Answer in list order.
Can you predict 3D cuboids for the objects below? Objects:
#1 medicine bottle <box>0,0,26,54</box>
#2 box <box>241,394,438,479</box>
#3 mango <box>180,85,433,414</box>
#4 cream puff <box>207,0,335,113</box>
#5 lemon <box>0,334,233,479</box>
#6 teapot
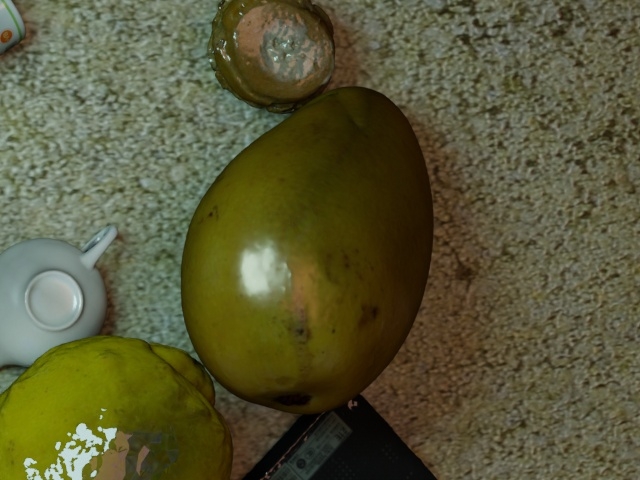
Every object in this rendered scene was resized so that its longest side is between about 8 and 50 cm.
[{"bbox_3d":[-0.419,-0.208,1.841,0.183,0.086,0.086,-39,102,-21],"label":"medicine bottle"},{"bbox_3d":[-0.022,0.362,1.994,0.211,0.058,0.350,47,70,-13],"label":"box"},{"bbox_3d":[0.000,0.000,1.897,0.300,0.232,0.445,60,36,-29],"label":"mango"},{"bbox_3d":[-0.059,-0.228,1.981,0.150,0.115,0.165,-29,107,-15],"label":"cream puff"},{"bbox_3d":[-0.246,0.253,1.791,0.285,0.285,0.316,41,106,-16],"label":"lemon"},{"bbox_3d":[-0.301,0.063,1.876,0.226,0.092,0.145,-46,105,-22],"label":"teapot"}]
